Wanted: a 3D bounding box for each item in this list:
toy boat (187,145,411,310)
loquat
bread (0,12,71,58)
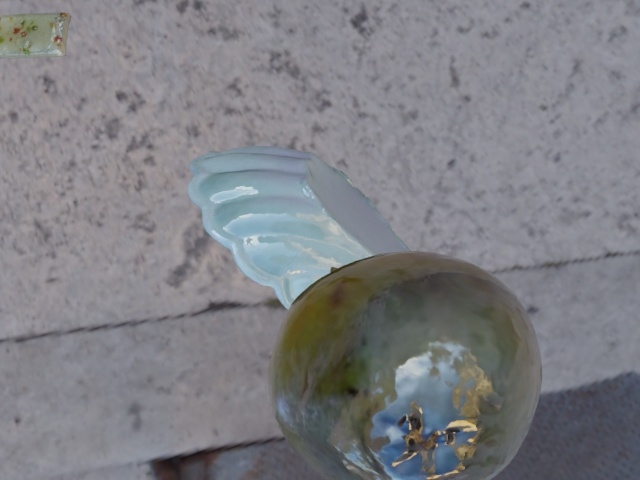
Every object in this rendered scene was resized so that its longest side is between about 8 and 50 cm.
[{"bbox_3d":[0.000,0.000,1.158,0.100,0.199,0.290,-40,102,23],"label":"toy boat"},{"bbox_3d":[0.059,0.091,0.798,0.179,0.227,0.179,0,91,-25],"label":"loquat"},{"bbox_3d":[-0.454,-0.314,1.778,0.154,0.068,0.028,3,172,20],"label":"bread"}]
